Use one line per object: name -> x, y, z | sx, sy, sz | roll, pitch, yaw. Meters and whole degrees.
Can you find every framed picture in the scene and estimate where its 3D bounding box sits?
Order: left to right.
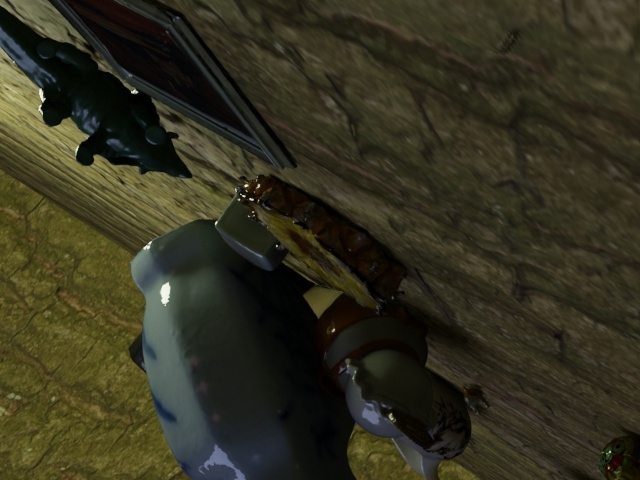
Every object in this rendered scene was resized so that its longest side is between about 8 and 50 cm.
framed picture -> -0.145, -0.155, 1.131 | 0.216, 0.016, 0.273 | 30, 171, 27

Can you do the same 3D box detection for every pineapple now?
pineapple -> 0.000, 0.000, 1.389 | 0.221, 0.047, 0.221 | 36, 170, 7

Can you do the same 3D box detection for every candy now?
candy -> 0.383, 0.262, 1.414 | 0.201, 0.060, 0.060 | 26, 172, 1

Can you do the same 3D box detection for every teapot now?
teapot -> 0.113, 0.256, 2.071 | 0.299, 0.166, 0.208 | 28, -171, -36

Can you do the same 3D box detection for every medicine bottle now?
medicine bottle -> -0.073, -0.004, 1.595 | 0.074, 0.055, 0.118 | 31, 170, 14

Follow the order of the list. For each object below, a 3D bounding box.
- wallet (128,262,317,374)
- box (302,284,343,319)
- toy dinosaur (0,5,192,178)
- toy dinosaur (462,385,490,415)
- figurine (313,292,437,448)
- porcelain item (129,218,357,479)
wallet -> -0.146, 0.127, 1.980 | 0.170, 0.321, 0.044 | 35, -144, -8
box -> 0.011, 0.122, 1.826 | 0.111, 0.111, 0.177 | 37, 170, -21
toy dinosaur -> -0.234, -0.142, 1.301 | 0.292, 0.079, 0.120 | 37, -166, -34
toy dinosaur -> 0.212, 0.219, 1.866 | 0.041, 0.026, 0.113 | 51, 180, -3
figurine -> 0.076, 0.147, 1.586 | 0.143, 0.143, 0.271 | 39, 180, -30
porcelain item -> -0.089, 0.181, 1.676 | 0.242, 0.178, 0.405 | 7, -126, -59
